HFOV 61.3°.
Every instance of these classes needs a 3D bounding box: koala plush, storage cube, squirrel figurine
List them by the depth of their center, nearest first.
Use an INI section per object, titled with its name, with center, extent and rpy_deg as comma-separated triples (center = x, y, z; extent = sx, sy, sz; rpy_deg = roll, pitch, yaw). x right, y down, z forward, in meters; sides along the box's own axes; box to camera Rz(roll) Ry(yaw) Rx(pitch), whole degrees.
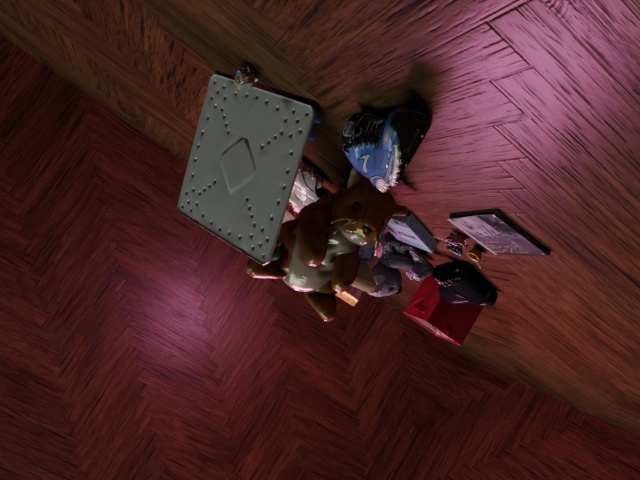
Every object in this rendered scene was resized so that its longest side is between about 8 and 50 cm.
[squirrel figurine]
center = 0.048, -0.044, 1.459
extent = 0.281, 0.370, 0.397
rpy_deg = 37, -148, -10
[koala plush]
center = 0.239, 0.105, 1.866
extent = 0.203, 0.221, 0.196
rpy_deg = 44, 180, 3
[storage cube]
center = 0.476, 0.260, 2.088
extent = 0.215, 0.193, 0.183
rpy_deg = 36, 172, -18

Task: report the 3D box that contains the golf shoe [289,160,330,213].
[golf shoe]
center = -0.071, -0.219, 1.716
extent = 0.140, 0.115, 0.306
rpy_deg = -12, 136, 20

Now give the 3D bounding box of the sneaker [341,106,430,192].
[sneaker]
center = 0.106, -0.183, 1.050
extent = 0.147, 0.130, 0.330
rpy_deg = 30, 173, -1

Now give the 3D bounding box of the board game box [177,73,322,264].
[board game box]
center = -0.194, -0.189, 1.374
extent = 0.389, 0.390, 0.050
rpy_deg = 28, -164, 36

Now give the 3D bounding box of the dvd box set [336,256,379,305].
[dvd box set]
center = 0.029, 0.053, 2.290
extent = 0.420, 0.308, 0.062
rpy_deg = 32, 136, 0

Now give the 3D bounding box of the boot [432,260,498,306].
[boot]
center = 0.443, 0.138, 1.812
extent = 0.207, 0.094, 0.246
rpy_deg = 33, 167, -29

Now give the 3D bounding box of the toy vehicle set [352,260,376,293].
[toy vehicle set]
center = 0.045, 0.067, 1.731
extent = 0.266, 0.035, 0.166
rpy_deg = 24, -159, -17

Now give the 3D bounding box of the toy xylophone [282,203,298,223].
[toy xylophone]
center = -0.105, -0.051, 2.038
extent = 0.081, 0.236, 0.323
rpy_deg = -11, -134, -31

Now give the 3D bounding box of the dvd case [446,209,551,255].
[dvd case]
center = 0.412, -0.014, 1.279
extent = 0.164, 0.018, 0.221
rpy_deg = 34, 172, -12

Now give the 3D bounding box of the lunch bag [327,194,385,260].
[lunch bag]
center = 0.093, -0.042, 1.735
extent = 0.218, 0.176, 0.090
rpy_deg = 22, 179, -15

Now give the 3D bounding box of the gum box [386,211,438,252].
[gum box]
center = 0.255, -0.041, 1.660
extent = 0.157, 0.041, 0.184
rpy_deg = 25, 168, 47

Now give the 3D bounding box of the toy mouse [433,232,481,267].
[toy mouse]
center = 0.382, 0.009, 1.499
extent = 0.143, 0.031, 0.161
rpy_deg = 29, 171, 27

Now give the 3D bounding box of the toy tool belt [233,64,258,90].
[toy tool belt]
center = -0.176, -0.381, 1.245
extent = 0.083, 0.052, 0.051
rpy_deg = 173, 84, -71

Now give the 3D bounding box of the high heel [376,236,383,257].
[high heel]
center = 0.166, -0.019, 2.107
extent = 0.244, 0.082, 0.117
rpy_deg = 40, 158, 53
